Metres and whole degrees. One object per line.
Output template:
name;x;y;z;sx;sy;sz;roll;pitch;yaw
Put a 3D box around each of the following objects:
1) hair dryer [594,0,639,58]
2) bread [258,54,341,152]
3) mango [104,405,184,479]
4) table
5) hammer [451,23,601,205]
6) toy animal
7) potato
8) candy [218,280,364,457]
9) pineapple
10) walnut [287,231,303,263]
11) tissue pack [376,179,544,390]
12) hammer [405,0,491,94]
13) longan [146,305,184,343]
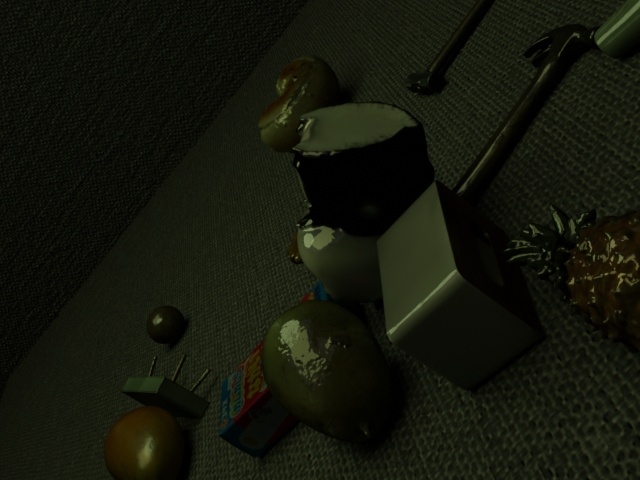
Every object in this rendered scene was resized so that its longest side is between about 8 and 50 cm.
hair dryer;0.498;-0.309;1.154;0.296;0.118;0.298;-21;51;64
bread;-0.030;-0.384;2.229;0.192;0.171;0.314;-29;34;41
mango;-0.363;0.440;1.739;0.254;0.139;0.176;5;73;56
table;-0.341;0.326;1.877;0.240;0.121;0.111;-15;43;57
hammer;0.310;-0.178;1.390;0.440;0.044;0.168;-55;22;-3
toy animal;0.067;-0.046;1.346;0.250;0.310;0.251;-7;32;4
potato;0.015;0.203;1.249;0.251;0.159;0.174;48;127;41
candy;-0.052;0.225;1.463;0.306;0.100;0.157;-47;23;20
pineapple;0.320;0.034;0.933;0.169;0.169;0.340;-56;13;-5
walnut;0.000;0.000;1.732;0.143;0.069;0.170;-54;23;-4
tissue pack;0.182;0.058;1.147;0.136;0.159;0.246;-45;24;25
hammer;0.321;-0.475;1.818;0.365;0.043;0.111;-54;21;-4
longan;-0.414;0.229;2.222;0.119;0.106;0.106;76;-144;-61
